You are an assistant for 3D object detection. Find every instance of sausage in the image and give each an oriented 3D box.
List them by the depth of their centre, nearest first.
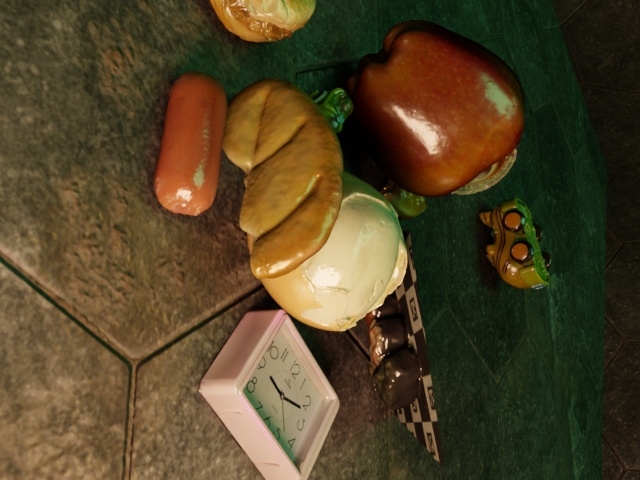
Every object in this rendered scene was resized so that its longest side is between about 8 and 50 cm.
[{"bbox_3d":[-0.159,-0.124,0.775,0.077,0.077,0.194,29,60,-49],"label":"sausage"}]

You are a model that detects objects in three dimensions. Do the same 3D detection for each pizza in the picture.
[{"bbox_3d":[0.168,-0.108,1.272,0.178,0.041,0.131,-11,93,-56],"label":"pizza"}]

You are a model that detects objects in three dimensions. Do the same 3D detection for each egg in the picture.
[{"bbox_3d":[0.000,0.000,0.849,0.201,0.244,0.201,-26,140,-24],"label":"egg"}]

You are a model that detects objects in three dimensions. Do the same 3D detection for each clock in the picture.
[{"bbox_3d":[-0.060,0.210,0.842,0.197,0.063,0.150,62,38,-26],"label":"clock"}]

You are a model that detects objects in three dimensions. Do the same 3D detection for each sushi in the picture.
[{"bbox_3d":[0.097,0.158,0.994,0.320,0.068,0.340,172,-90,-84],"label":"sushi"}]

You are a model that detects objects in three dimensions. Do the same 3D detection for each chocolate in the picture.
[{"bbox_3d":[0.336,-0.228,1.444,0.221,0.221,0.147,40,30,-44],"label":"chocolate"}]

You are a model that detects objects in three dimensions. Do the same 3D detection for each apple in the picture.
[{"bbox_3d":[0.204,-0.233,1.128,0.317,0.288,0.288,37,48,-13],"label":"apple"}]

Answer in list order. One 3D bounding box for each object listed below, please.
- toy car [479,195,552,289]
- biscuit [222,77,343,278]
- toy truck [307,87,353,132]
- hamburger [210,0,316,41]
[{"bbox_3d":[0.507,0.016,1.646,0.200,0.142,0.248,22,54,-52],"label":"toy car"},{"bbox_3d":[-0.048,-0.096,0.777,0.045,0.154,0.299,61,5,-55],"label":"biscuit"},{"bbox_3d":[0.013,-0.206,1.039,0.076,0.076,0.111,57,40,-29],"label":"toy truck"},{"bbox_3d":[-0.091,-0.395,0.908,0.213,0.108,0.214,19,67,-54],"label":"hamburger"}]
